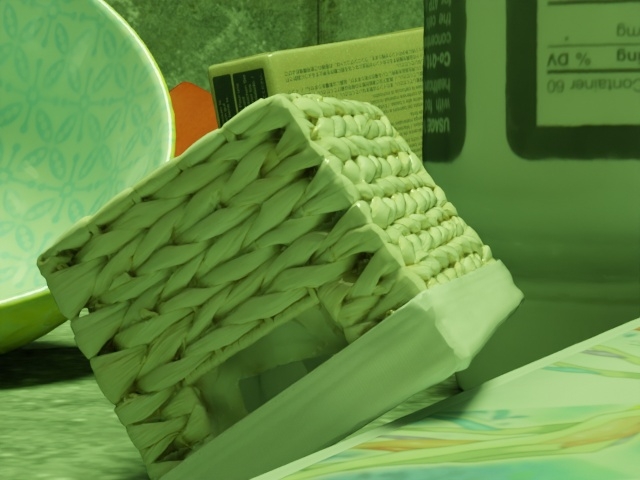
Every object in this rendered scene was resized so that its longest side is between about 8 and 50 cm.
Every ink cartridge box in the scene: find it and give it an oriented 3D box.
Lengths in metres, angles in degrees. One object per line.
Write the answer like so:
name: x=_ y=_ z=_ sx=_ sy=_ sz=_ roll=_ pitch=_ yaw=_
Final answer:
ink cartridge box: x=0.035 y=-0.071 z=1.246 sx=0.235 sy=0.193 sz=0.088 roll=-15 pitch=8 yaw=-41

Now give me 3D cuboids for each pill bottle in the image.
pill bottle: x=0.150 y=-0.106 z=0.734 sx=0.204 sy=0.361 sz=0.204 roll=0 pitch=4 yaw=0

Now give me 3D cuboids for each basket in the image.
basket: x=-0.008 y=0.016 z=0.530 sx=0.113 sy=0.103 sz=0.167 roll=-33 pitch=-4 yaw=13

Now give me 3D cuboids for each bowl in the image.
bowl: x=-0.238 y=-0.029 z=0.860 sx=0.289 sy=0.289 sz=0.156 roll=-1 pitch=-38 yaw=-19

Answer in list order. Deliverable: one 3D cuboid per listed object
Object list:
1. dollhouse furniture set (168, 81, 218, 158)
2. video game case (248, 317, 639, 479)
dollhouse furniture set: x=-0.142 y=-0.078 z=1.333 sx=0.262 sy=0.135 sz=0.259 roll=28 pitch=33 yaw=7
video game case: x=0.189 y=0.060 z=0.419 sx=0.300 sy=0.036 sz=0.329 roll=3 pitch=12 yaw=40
